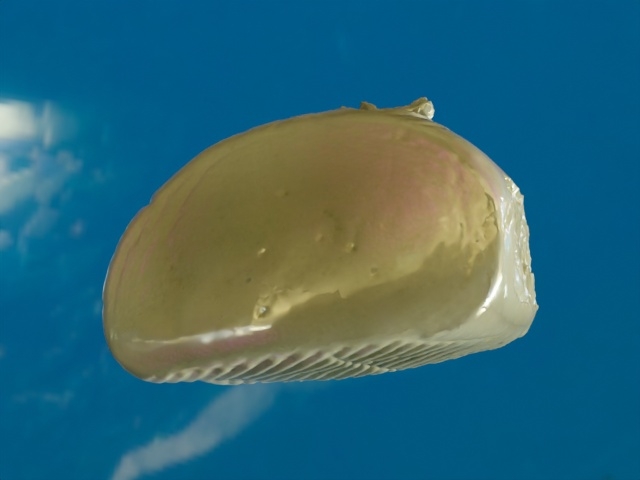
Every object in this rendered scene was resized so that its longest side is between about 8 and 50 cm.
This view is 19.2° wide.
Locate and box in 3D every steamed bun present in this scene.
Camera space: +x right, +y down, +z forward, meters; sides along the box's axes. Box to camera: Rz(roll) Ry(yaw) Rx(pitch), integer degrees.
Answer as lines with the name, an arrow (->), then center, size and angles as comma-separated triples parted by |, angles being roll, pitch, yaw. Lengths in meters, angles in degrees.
steamed bun -> 0.000, 0.000, 1.059 | 0.238, 0.153, 0.170 | -7, 170, 18
